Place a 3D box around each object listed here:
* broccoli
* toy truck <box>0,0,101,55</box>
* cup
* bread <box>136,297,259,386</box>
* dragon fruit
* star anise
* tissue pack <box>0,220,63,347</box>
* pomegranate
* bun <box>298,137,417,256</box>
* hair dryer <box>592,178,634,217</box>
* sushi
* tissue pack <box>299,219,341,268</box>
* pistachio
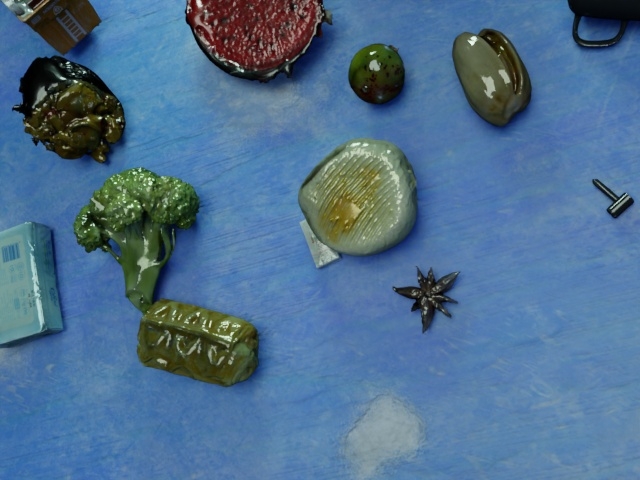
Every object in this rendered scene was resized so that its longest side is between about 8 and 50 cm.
[{"bbox_3d":[-0.422,-0.024,1.594,0.254,0.186,0.302,26,83,12],"label":"broccoli"},{"bbox_3d":[-0.713,-0.631,1.796,0.173,0.207,0.387,-44,64,-4],"label":"toy truck"},{"bbox_3d":[0.555,-0.469,1.376,0.177,0.169,0.223,16,120,13],"label":"cup"},{"bbox_3d":[-0.249,0.214,1.524,0.268,0.130,0.152,11,75,20],"label":"bread"},{"bbox_3d":[-0.131,-0.470,1.624,0.344,0.100,0.282,-6,80,21],"label":"dragon fruit"},{"bbox_3d":[0.220,0.098,1.423,0.129,0.056,0.124,-37,70,9],"label":"star anise"},{"bbox_3d":[-0.705,0.107,1.719,0.177,0.089,0.263,-17,77,16],"label":"tissue pack"},{"bbox_3d":[0.121,-0.342,1.506,0.130,0.130,0.130,-3,79,18],"label":"pomegranate"},{"bbox_3d":[0.083,-0.092,1.458,0.244,0.153,0.243,3,101,14],"label":"bun"},{"bbox_3d":[0.536,-0.085,1.368,0.047,0.026,0.083,-43,67,6],"label":"hair dryer"},{"bbox_3d":[-0.580,-0.295,1.705,0.204,0.213,0.200,48,120,34],"label":"sushi"},{"bbox_3d":[0.000,0.000,1.533,0.056,0.023,0.108,-26,72,13],"label":"tissue pack"},{"bbox_3d":[0.331,-0.322,1.438,0.130,0.131,0.206,-8,65,-29],"label":"pistachio"}]
